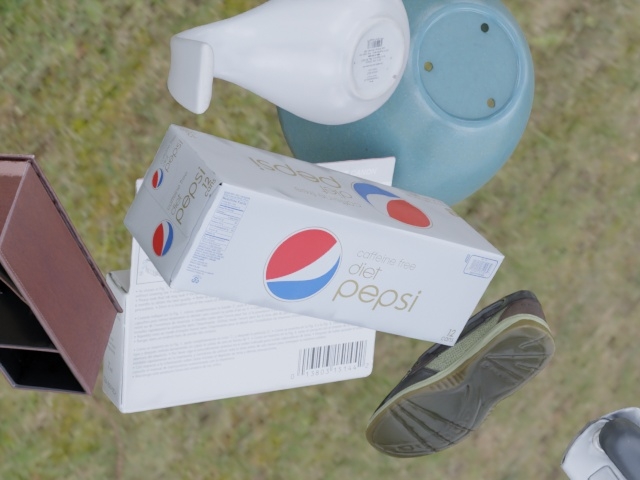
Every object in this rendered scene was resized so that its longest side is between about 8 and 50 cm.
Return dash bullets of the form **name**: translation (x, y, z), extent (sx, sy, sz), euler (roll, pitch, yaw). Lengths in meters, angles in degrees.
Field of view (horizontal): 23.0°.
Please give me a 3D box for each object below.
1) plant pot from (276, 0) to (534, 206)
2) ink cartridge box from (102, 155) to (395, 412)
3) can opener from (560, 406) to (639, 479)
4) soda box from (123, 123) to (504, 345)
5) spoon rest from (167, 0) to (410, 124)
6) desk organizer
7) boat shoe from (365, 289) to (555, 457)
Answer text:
- **plant pot**: translation (0.118, -0.174, 1.718), extent (0.290, 0.195, 0.290), euler (1, 86, -21)
- **ink cartridge box**: translation (-0.074, 0.035, 1.642), extent (0.296, 0.066, 0.261), euler (-6, 115, -27)
- **can opener**: translation (0.286, 0.250, 1.190), extent (0.076, 0.095, 0.283), euler (-36, 99, 1)
- **soda box**: translation (0.000, 0.000, 0.919), extent (0.216, 0.074, 0.069), euler (14, 112, -38)
- **spoon rest**: translation (-0.025, -0.155, 1.300), extent (0.276, 0.084, 0.137), euler (-13, 117, -47)
- **desk organizer**: translation (-0.137, 0.018, 0.722), extent (0.130, 0.047, 0.050), euler (70, 28, -54)
- **boat shoe**: translation (0.131, 0.126, 1.482), extent (0.080, 0.073, 0.223), euler (35, 125, -20)
